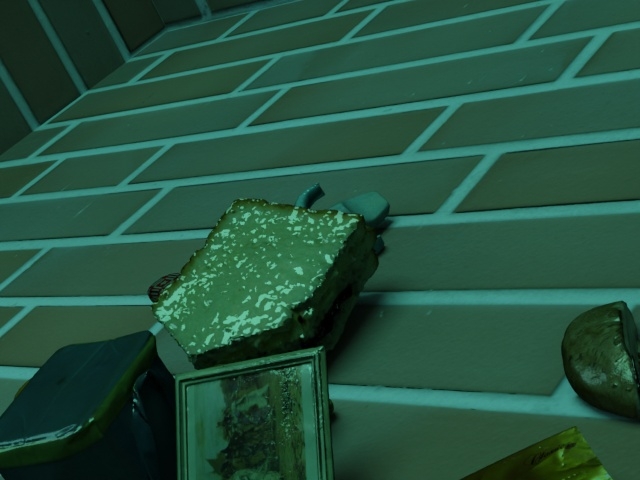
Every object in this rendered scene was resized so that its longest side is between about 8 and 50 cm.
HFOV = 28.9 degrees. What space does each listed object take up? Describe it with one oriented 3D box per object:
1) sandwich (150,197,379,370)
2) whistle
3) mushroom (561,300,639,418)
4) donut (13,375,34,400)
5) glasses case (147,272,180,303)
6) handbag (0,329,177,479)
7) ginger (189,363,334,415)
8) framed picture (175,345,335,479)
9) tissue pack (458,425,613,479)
[{"bbox_3d":[-0.087,0.089,1.851,0.262,0.131,0.325,8,49,32],"label":"sandwich"},{"bbox_3d":[0.000,0.000,2.087,0.274,0.093,0.186,-33,50,-21],"label":"whistle"},{"bbox_3d":[0.335,0.136,1.472,0.094,0.072,0.209,-26,22,24],"label":"mushroom"},{"bbox_3d":[-0.405,0.250,2.017,0.178,0.065,0.162,-29,28,-8],"label":"donut"},{"bbox_3d":[-0.227,0.095,2.169,0.073,0.049,0.194,-39,26,-29],"label":"glasses case"},{"bbox_3d":[-0.268,0.276,1.594,0.222,0.241,0.263,-15,24,25],"label":"handbag"},{"bbox_3d":[-0.073,0.199,1.626,0.137,0.213,0.074,-28,51,20],"label":"ginger"},{"bbox_3d":[-0.083,0.269,1.471,0.217,0.017,0.274,-15,65,22],"label":"framed picture"},{"bbox_3d":[0.196,0.303,1.244,0.226,0.092,0.183,-24,23,1],"label":"tissue pack"}]
